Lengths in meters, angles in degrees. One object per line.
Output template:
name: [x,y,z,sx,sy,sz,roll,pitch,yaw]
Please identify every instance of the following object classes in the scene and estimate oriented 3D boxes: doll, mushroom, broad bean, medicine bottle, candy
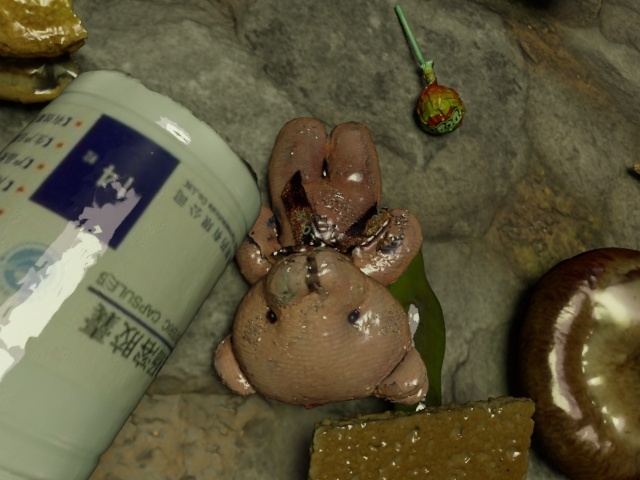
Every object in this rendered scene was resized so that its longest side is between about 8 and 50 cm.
doll: [0.000,0.000,0.499,0.201,0.156,0.304,-1,72,4]
mushroom: [0.351,0.121,0.579,0.267,0.255,0.267,17,42,-16]
broad bean: [0.091,0.150,0.537,0.075,0.067,0.325,7,68,-2]
medicine bottle: [-0.204,0.055,0.391,0.189,0.190,0.332,33,66,-8]
candy: [0.130,-0.225,0.681,0.060,0.060,0.201,-8,70,-22]

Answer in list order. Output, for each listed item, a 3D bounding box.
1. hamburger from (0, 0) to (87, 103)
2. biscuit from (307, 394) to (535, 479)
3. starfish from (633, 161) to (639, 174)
hamburger: [-0.322,-0.246,0.467,0.156,0.144,0.283,-26,80,-20]
biscuit: [0.091,0.207,0.465,0.230,0.025,0.131,2,96,-24]
starfish: [0.548,-0.041,0.765,0.235,0.062,0.278,18,71,-13]
